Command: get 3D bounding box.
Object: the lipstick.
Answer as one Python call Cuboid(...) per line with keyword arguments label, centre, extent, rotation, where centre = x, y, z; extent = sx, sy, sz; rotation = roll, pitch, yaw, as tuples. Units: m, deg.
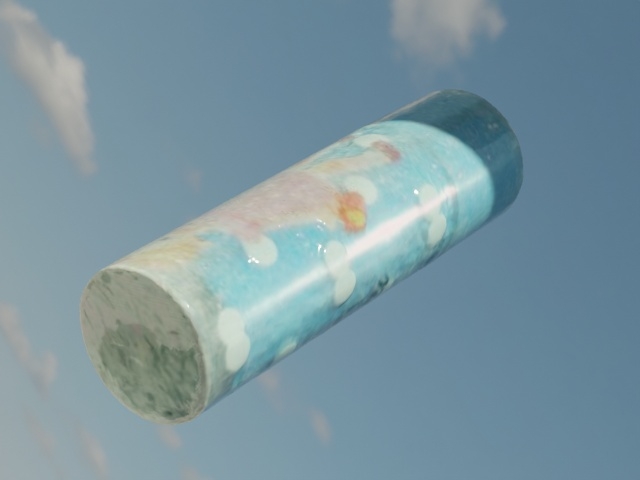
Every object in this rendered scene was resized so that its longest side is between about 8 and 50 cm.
Cuboid(label="lipstick", centre=(0.000, 0.000, 0.482), extent=(0.048, 0.158, 0.048), rotation=(18, -59, 32))
